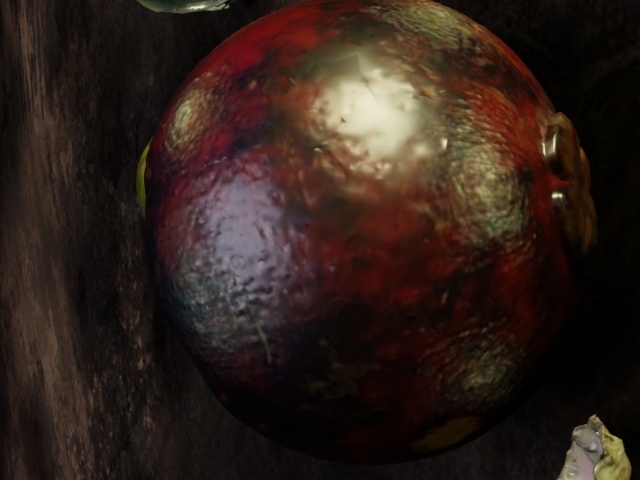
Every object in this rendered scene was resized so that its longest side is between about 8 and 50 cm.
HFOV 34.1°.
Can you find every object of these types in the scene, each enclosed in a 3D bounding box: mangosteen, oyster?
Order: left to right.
[{"bbox_3d":[0.000,0.000,0.694,0.359,0.306,0.306,-15,78,24],"label":"mangosteen"},{"bbox_3d":[0.181,0.219,0.675,0.133,0.071,0.209,100,178,-82],"label":"oyster"}]

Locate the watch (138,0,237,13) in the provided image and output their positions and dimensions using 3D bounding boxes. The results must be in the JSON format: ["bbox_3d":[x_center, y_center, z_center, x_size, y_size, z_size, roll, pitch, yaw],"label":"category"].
[{"bbox_3d":[-0.121,-0.311,1.023,0.206,0.193,0.068,-34,62,32],"label":"watch"}]
